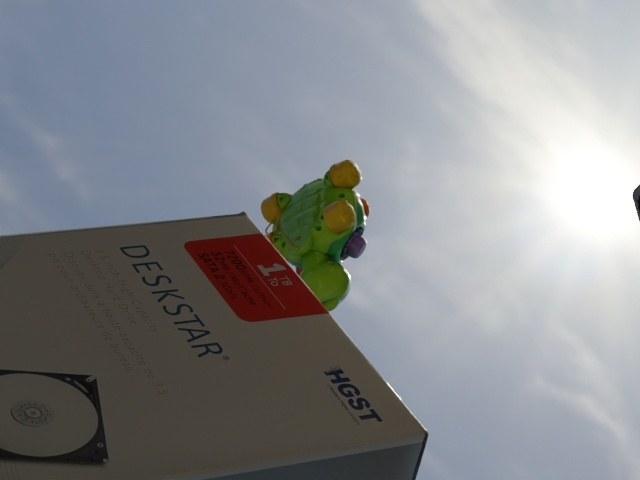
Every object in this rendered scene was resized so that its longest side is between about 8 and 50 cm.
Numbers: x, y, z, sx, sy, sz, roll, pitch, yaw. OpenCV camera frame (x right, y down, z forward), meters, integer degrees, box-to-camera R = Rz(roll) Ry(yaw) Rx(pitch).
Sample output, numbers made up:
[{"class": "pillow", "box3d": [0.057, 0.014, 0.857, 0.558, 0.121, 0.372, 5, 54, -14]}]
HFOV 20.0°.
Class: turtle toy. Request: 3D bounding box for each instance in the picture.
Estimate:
[{"class": "turtle toy", "box3d": [0.000, 0.000, 1.478, 0.066, 0.095, 0.130, 47, -147, -32]}]

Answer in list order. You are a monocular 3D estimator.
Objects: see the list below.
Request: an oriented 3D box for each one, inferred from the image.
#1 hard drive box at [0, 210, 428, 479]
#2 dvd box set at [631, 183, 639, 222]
[{"class": "hard drive box", "box3d": [-0.103, 0.078, 0.773, 0.232, 0.089, 0.181, -6, -145, -31]}, {"class": "dvd box set", "box3d": [0.342, 0.009, 0.827, 0.062, 0.420, 0.308, 14, 132, 55]}]
